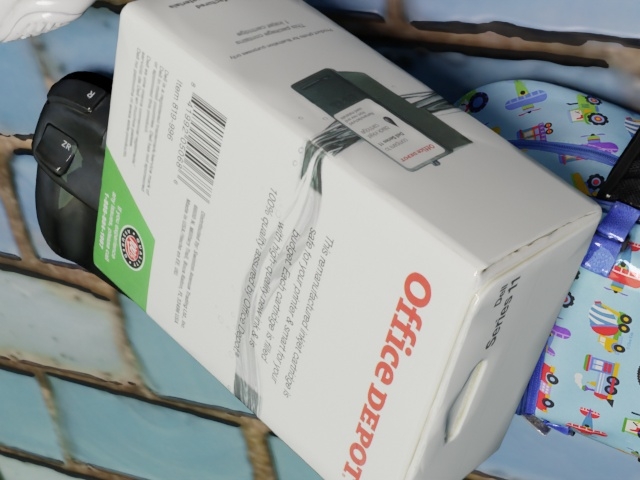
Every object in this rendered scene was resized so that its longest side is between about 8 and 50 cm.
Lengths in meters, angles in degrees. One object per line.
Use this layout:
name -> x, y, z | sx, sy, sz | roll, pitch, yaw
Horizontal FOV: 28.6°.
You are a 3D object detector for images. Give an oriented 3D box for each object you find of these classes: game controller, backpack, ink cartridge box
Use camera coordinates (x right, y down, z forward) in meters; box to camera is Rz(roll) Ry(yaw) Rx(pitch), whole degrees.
game controller -> -0.037, 0.028, 0.740 | 0.319, 0.067, 0.166 | 34, 153, 7
backpack -> 0.119, 0.011, 0.596 | 0.173, 0.117, 0.158 | 22, 136, 15
ink cartridge box -> 0.000, 0.000, 0.552 | 0.208, 0.087, 0.153 | 40, 134, 28

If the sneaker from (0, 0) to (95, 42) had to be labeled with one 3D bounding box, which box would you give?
sneaker -> -0.110, -0.189, 0.562 | 0.268, 0.101, 0.153 | -10, 122, 30
